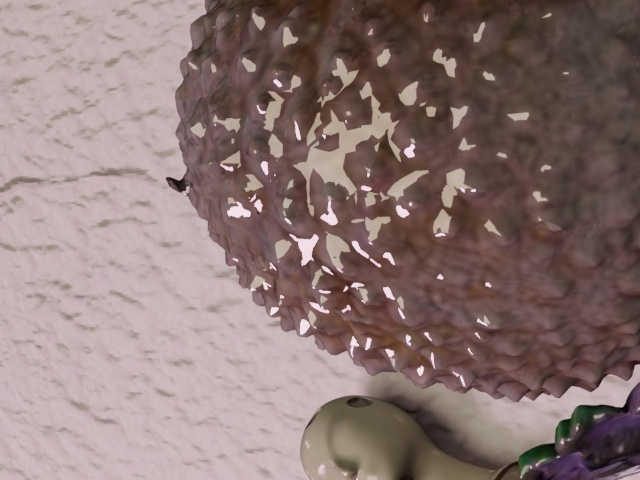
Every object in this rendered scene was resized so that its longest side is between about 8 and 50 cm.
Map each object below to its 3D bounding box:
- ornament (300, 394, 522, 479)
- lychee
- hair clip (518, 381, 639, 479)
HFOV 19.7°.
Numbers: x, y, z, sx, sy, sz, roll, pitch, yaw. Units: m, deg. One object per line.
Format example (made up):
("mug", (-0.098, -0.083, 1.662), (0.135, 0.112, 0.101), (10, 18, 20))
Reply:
("ornament", (0.053, 0.145, 1.151), (0.156, 0.081, 0.075), (22, 108, 38))
("lychee", (0.075, -0.058, 0.926), (0.300, 0.300, 0.300), (16, 112, 45))
("hair clip", (0.197, 0.097, 0.935), (0.195, 0.124, 0.052), (-18, 58, 11))
